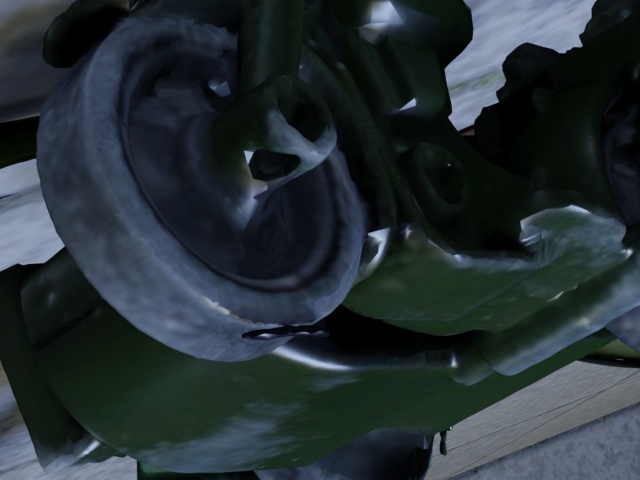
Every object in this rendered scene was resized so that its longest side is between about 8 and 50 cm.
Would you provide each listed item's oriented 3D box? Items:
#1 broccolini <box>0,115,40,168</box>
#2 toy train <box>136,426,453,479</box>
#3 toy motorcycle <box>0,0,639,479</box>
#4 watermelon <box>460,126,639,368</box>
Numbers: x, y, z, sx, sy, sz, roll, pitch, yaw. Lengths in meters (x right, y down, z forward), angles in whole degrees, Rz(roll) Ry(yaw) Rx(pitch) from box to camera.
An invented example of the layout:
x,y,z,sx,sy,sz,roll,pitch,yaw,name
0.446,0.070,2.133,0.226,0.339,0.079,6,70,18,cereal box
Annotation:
x,y,z,sx,sy,sz,roll,pitch,yaw,name
-0.037,-0.035,0.536,0.140,0.035,0.030,-15,161,-31,broccolini
-0.026,0.123,0.832,0.159,0.188,0.271,0,167,-6,toy train
0.000,0.000,0.481,0.205,0.127,0.275,-32,154,36,toy motorcycle
0.125,0.009,0.786,0.193,0.145,0.137,-10,158,-47,watermelon
